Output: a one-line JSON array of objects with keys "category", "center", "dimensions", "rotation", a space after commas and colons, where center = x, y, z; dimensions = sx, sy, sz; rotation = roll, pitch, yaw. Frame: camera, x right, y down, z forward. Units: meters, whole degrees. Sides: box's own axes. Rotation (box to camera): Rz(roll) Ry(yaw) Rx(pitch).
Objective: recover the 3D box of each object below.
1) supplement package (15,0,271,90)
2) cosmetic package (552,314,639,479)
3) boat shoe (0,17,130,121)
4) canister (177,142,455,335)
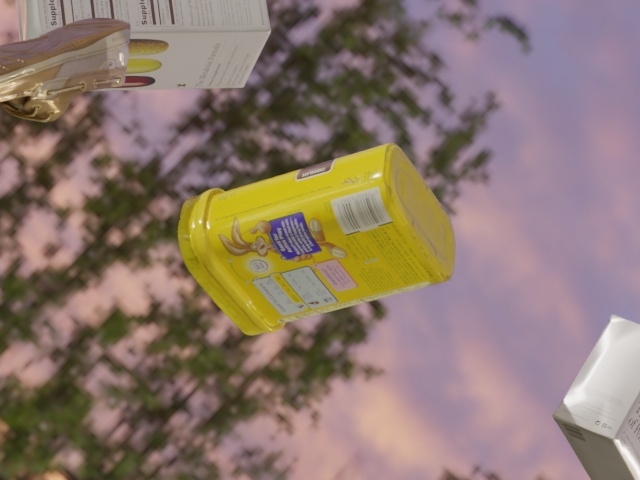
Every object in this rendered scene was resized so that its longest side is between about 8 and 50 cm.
[{"category": "supplement package", "center": [-0.193, -0.246, 1.849], "dimensions": [0.139, 0.244, 0.134], "rotation": [124, -40, -63]}, {"category": "cosmetic package", "center": [0.266, 0.165, 1.404], "dimensions": [0.060, 0.099, 0.239], "rotation": [18, -22, 35]}, {"category": "boat shoe", "center": [-0.200, -0.113, 1.248], "dimensions": [0.063, 0.170, 0.059], "rotation": [16, -61, 40]}, {"category": "canister", "center": [0.000, 0.000, 1.277], "dimensions": [0.170, 0.073, 0.126], "rotation": [-15, -44, 24]}]
